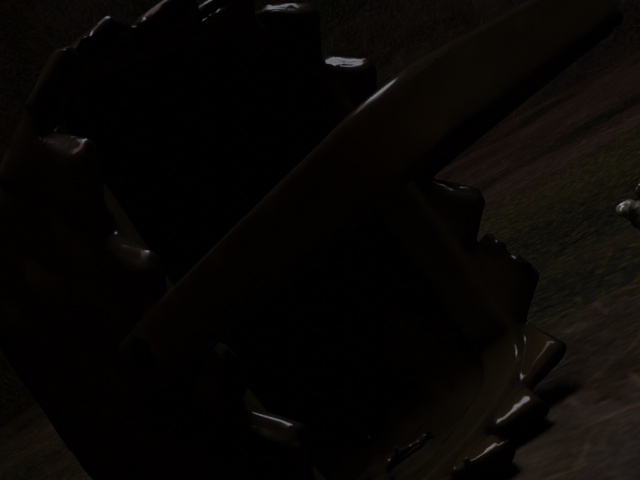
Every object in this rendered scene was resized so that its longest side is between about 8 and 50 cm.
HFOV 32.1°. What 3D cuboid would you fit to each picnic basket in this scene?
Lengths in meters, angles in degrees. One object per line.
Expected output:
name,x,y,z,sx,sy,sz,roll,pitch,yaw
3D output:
picnic basket,0.000,0.000,0.565,0.321,0.291,0.254,-42,-5,38

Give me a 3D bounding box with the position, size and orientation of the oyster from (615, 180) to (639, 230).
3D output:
oyster,0.259,-0.035,0.788,0.083,0.080,0.038,-61,26,7
